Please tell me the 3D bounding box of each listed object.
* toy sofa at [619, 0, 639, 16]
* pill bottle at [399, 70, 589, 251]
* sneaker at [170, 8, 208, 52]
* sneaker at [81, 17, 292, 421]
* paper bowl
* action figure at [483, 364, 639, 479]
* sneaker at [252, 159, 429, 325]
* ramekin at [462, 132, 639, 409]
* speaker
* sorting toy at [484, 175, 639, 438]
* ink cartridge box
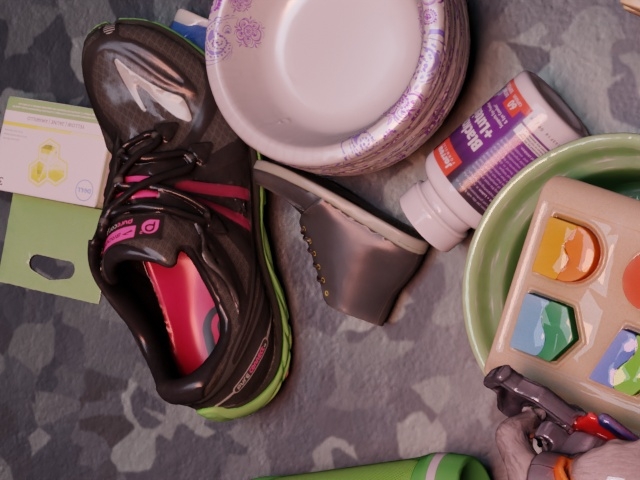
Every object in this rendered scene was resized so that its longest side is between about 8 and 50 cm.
[{"bbox_3d":[0.475,-0.231,1.491,0.362,0.177,0.150,24,96,29],"label":"toy sofa"},{"bbox_3d":[0.179,-0.078,1.673,0.193,0.108,0.108,-42,67,18],"label":"pill bottle"},{"bbox_3d":[-0.126,-0.215,1.883,0.152,0.058,0.084,23,92,31],"label":"sneaker"},{"bbox_3d":[-0.164,-0.034,1.785,0.185,0.202,0.483,-23,80,23],"label":"sneaker"},{"bbox_3d":[0.027,-0.211,1.744,0.284,0.148,0.284,-2,84,25],"label":"paper bowl"},{"bbox_3d":[0.250,0.291,1.449,0.341,0.178,0.330,31,139,8],"label":"action figure"},{"bbox_3d":[0.000,0.000,1.767,0.222,0.083,0.118,30,100,19],"label":"sneaker"},{"bbox_3d":[0.307,0.054,1.566,0.303,0.148,0.303,-4,83,28],"label":"ramekin"},{"bbox_3d":[0.033,0.302,1.701,0.296,0.131,0.131,-12,79,27],"label":"speaker"},{"bbox_3d":[0.263,0.061,1.481,0.193,0.038,0.208,21,94,29],"label":"sorting toy"},{"bbox_3d":[-0.333,-0.052,1.983,0.171,0.056,0.235,11,88,29],"label":"ink cartridge box"}]
